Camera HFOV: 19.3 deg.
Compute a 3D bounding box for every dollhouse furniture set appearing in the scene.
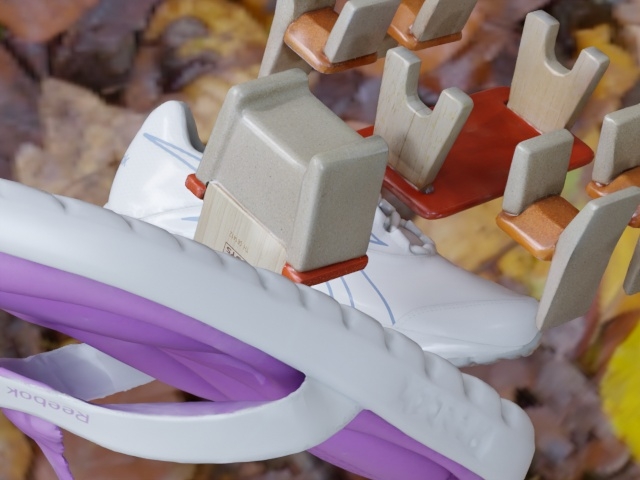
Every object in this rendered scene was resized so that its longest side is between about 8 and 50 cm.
[{"bbox_3d":[0.050,-0.041,1.081,0.262,0.259,0.135,42,133,31],"label":"dollhouse furniture set"}]

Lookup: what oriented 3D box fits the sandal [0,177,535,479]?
[{"bbox_3d":[-0.071,0.058,0.776,0.169,0.416,0.102,-3,68,55],"label":"sandal"}]

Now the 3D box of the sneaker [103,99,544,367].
[{"bbox_3d":[0.000,0.000,1.168,0.297,0.111,0.129,18,92,7],"label":"sneaker"}]
